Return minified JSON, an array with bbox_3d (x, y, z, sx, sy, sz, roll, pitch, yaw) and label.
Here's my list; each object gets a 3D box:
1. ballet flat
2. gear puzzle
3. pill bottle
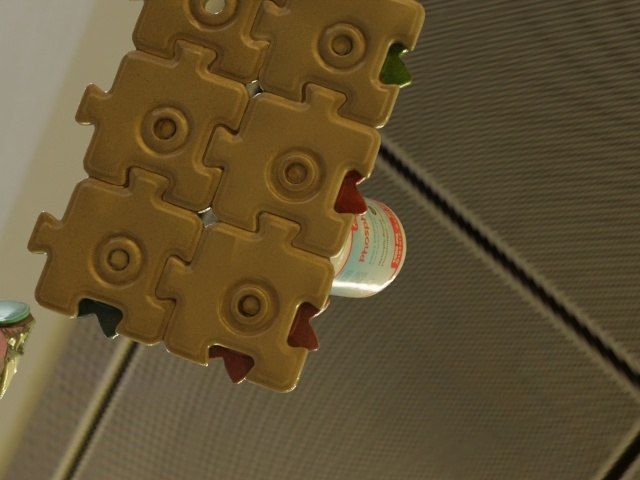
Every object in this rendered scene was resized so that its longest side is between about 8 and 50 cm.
[{"bbox_3d":[-0.271,0.092,1.231,0.076,0.221,0.079,-3,-88,-2],"label":"ballet flat"},{"bbox_3d":[-0.038,-0.092,0.907,0.175,0.044,0.339,19,-99,6],"label":"gear puzzle"},{"bbox_3d":[0.000,0.000,1.277,0.087,0.160,0.087,-3,-96,28],"label":"pill bottle"}]
